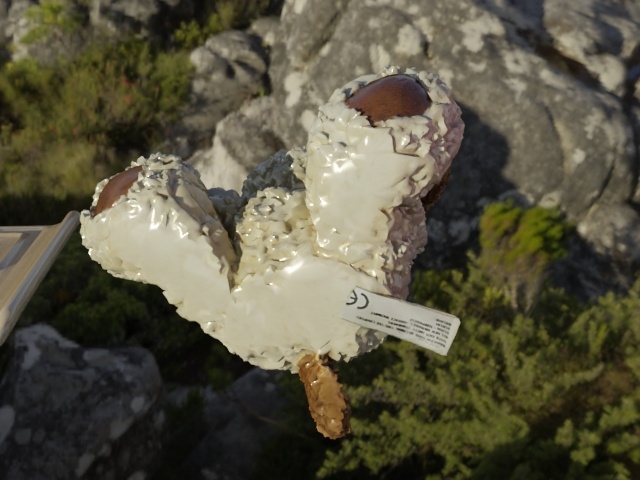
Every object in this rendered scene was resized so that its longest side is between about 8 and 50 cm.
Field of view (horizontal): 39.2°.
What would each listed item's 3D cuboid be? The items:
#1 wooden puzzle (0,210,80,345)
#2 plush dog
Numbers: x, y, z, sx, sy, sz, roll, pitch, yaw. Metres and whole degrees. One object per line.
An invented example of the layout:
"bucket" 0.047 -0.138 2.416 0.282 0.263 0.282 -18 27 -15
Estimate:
"wooden puzzle" -0.434 0.063 0.892 0.348 0.080 0.322 -6 19 -1
"plush dog" 0.000 0.000 0.646 0.263 0.210 0.225 -19 13 17
